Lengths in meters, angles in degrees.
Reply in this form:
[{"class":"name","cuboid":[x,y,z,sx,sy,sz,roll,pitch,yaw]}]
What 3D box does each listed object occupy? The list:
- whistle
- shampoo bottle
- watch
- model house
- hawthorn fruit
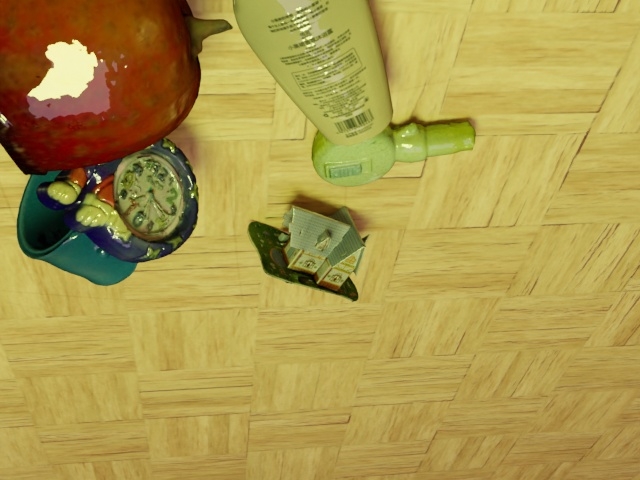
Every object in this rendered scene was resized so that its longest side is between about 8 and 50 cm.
[{"class":"whistle","cuboid":[0.088,-0.108,1.096,0.198,0.057,0.104,-5,147,-1]},{"class":"shampoo bottle","cuboid":[-0.008,-0.206,0.899,0.127,0.078,0.257,-16,136,16]},{"class":"watch","cuboid":[-0.246,-0.055,1.020,0.200,0.196,0.171,-10,143,43]},{"class":"model house","cuboid":[0.000,0.000,1.213,0.167,0.117,0.088,20,122,-32]},{"class":"hawthorn fruit","cuboid":[-0.203,-0.174,0.818,0.250,0.215,0.215,-6,146,1]}]
